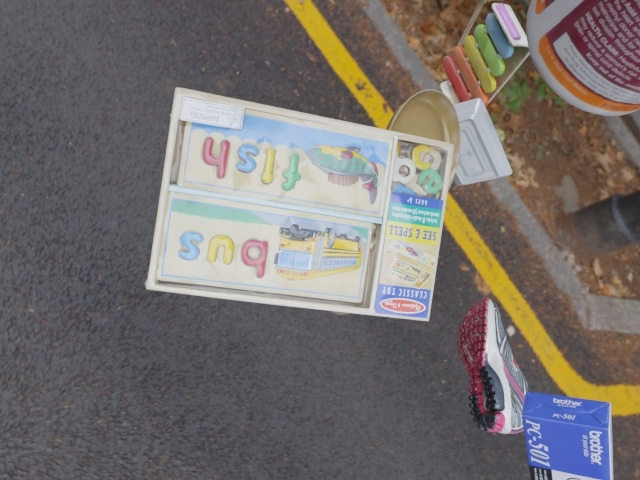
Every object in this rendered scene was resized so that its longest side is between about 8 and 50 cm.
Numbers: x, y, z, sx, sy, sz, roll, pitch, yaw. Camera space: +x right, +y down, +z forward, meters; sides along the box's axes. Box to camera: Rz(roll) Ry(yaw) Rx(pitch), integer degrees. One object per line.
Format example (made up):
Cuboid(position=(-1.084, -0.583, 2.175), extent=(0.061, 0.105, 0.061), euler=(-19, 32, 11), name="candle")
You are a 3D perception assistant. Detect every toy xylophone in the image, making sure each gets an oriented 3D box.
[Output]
Cuboid(position=(0.395, -0.459, 1.317), extent=(0.081, 0.322, 0.236), euler=(-15, 66, -16), name="toy xylophone")

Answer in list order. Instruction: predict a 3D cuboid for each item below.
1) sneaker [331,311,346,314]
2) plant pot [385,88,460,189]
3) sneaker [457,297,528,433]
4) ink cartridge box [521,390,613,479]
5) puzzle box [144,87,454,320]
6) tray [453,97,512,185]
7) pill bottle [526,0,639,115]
Cuboid(position=(0.000, 0.000, 0.988), extent=(0.099, 0.153, 0.282), euler=(-28, 85, 7), name="sneaker")
Cuboid(position=(0.179, -0.156, 0.974), extent=(0.236, 0.032, 0.236), euler=(-17, 115, -40), name="plant pot")
Cuboid(position=(0.377, 0.267, 1.151), extent=(0.112, 0.121, 0.299), euler=(11, 57, -15), name="sneaker")
Cuboid(position=(0.324, 0.291, 0.688), extent=(0.046, 0.097, 0.207), euler=(-50, 132, -47), name="ink cartridge box")
Cuboid(position=(-0.020, -0.039, 0.754), extent=(0.409, 0.052, 0.271), euler=(8, 91, -15), name="puzzle box")
Cuboid(position=(0.342, -0.212, 1.237), extent=(0.270, 0.145, 0.030), euler=(45, 46, -44), name="tray")
Cuboid(position=(0.425, -0.308, 0.556), extent=(0.224, 0.392, 0.223), euler=(2, 79, -13), name="pill bottle")
